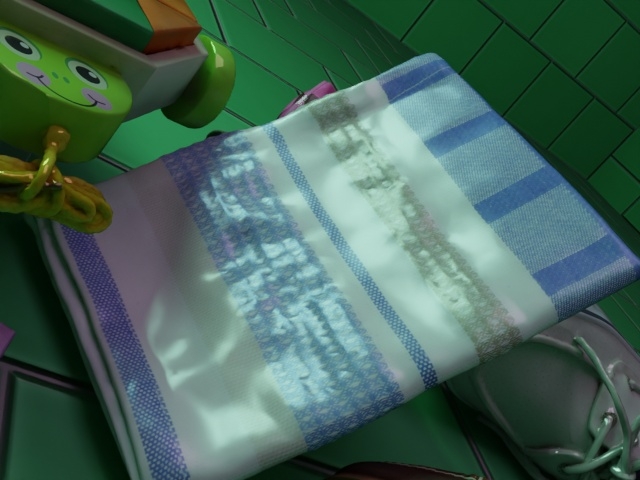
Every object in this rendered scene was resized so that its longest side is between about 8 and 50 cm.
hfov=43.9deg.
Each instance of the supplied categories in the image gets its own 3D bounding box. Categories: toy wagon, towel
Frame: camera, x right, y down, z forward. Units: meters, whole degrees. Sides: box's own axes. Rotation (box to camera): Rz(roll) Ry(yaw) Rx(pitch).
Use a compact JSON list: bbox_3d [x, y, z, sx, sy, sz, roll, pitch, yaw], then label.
[{"bbox_3d":[-0.161,-0.142,0.407,0.267,0.068,0.344,19,29,-45],"label":"toy wagon"},{"bbox_3d":[0.000,0.000,0.433,0.209,0.285,0.034,57,-18,36],"label":"towel"}]

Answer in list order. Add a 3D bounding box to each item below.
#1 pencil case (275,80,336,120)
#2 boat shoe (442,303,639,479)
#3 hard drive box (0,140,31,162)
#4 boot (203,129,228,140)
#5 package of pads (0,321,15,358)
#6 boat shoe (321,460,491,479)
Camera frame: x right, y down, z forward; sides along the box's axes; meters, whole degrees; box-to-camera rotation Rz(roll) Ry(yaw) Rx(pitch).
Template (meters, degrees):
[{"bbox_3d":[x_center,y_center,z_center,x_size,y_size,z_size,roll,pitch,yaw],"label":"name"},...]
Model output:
[{"bbox_3d":[0.058,-0.046,0.630,0.209,0.095,0.098,32,49,-7],"label":"pencil case"},{"bbox_3d":[0.227,0.163,0.648,0.367,0.136,0.156,37,21,-36],"label":"boat shoe"},{"bbox_3d":[-0.251,-0.154,0.504,0.181,0.089,0.232,30,22,-28],"label":"hard drive box"},{"bbox_3d":[0.007,-0.008,0.674,0.208,0.076,0.189,30,11,-40],"label":"boot"},{"bbox_3d":[-0.159,0.053,0.312,0.050,0.032,0.083,32,22,-15],"label":"package of pads"},{"bbox_3d":[0.090,0.152,0.370,0.207,0.073,0.073,14,23,40],"label":"boat shoe"}]
